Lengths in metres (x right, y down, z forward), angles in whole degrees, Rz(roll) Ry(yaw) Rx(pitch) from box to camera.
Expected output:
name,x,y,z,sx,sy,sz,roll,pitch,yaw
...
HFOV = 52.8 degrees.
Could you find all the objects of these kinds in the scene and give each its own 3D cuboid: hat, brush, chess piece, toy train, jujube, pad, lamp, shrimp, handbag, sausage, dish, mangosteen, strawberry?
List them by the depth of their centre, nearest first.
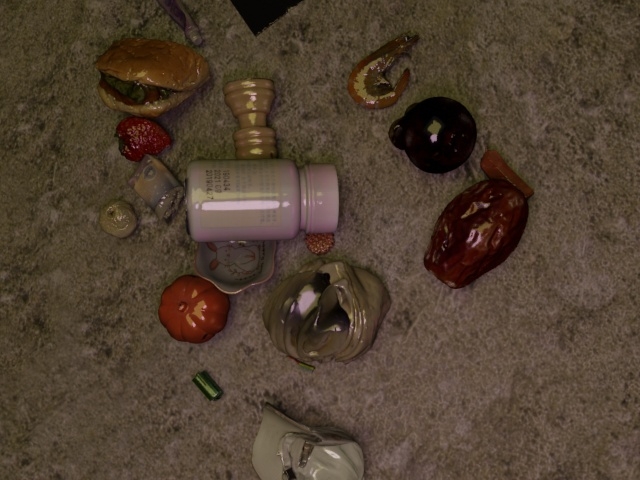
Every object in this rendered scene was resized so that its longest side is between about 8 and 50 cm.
name,x,y,z,sx,sy,sz,roll,pitch,yaw
jujube,0.382,-0.016,1.578,0.197,0.197,0.290,40,97,15
hat,-0.042,0.534,1.621,0.301,0.168,0.257,31,110,38
mangosteen,0.295,-0.269,1.639,0.210,0.210,0.209,-2,81,12
sausage,0.466,-0.164,1.644,0.065,0.065,0.169,-41,74,4
brush,-0.056,0.327,1.703,0.083,0.019,0.021,23,96,13
lamp,-0.339,0.181,1.715,0.188,0.164,0.187,-3,79,14
toy train,-0.304,0.391,1.728,0.038,0.056,0.093,-44,78,-2
dish,-0.226,0.047,1.739,0.230,0.081,0.229,2,67,-4
shrimp,0.183,-0.466,1.758,0.150,0.068,0.248,40,96,3
chess piece,-0.188,-0.286,1.790,0.139,0.124,0.307,-3,83,-19
handbag,-0.459,-0.149,1.835,0.173,0.095,0.117,47,109,21
strawberry,-0.514,-0.298,1.856,0.148,0.131,0.131,-22,76,-14
pad,-0.189,-0.813,1.922,0.248,0.007,0.367,-35,75,5

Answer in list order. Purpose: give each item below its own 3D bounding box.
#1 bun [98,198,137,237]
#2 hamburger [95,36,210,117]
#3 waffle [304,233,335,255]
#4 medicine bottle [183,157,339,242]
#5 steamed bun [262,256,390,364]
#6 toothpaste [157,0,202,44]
name,x,y,z,sx,sy,sz,roll,pitch,yaw
bun,-0.586,-0.063,1.856,0.115,0.069,0.115,-2,82,13
hamburger,-0.494,-0.449,1.810,0.330,0.162,0.209,5,43,7
waffle,0.000,0.000,1.739,0.083,0.029,0.075,-22,78,6
medicine bottle,-0.152,-0.103,1.651,0.379,0.213,0.213,-1,80,-7
steamed bun,0.009,0.184,1.619,0.320,0.206,0.275,-33,78,9
toothpaste,-0.436,-0.697,1.937,0.075,0.048,0.301,-47,66,30
